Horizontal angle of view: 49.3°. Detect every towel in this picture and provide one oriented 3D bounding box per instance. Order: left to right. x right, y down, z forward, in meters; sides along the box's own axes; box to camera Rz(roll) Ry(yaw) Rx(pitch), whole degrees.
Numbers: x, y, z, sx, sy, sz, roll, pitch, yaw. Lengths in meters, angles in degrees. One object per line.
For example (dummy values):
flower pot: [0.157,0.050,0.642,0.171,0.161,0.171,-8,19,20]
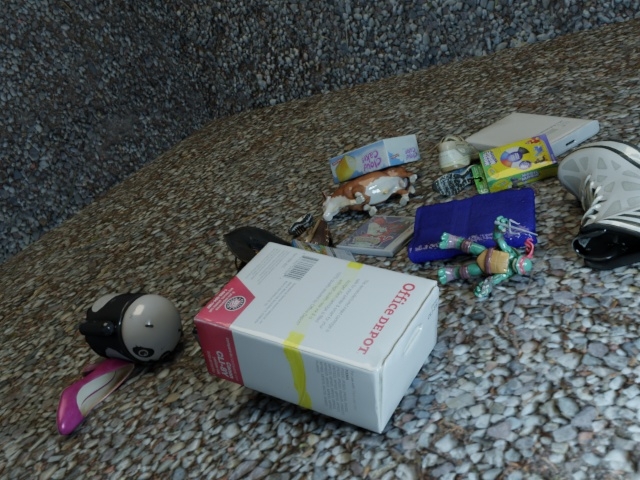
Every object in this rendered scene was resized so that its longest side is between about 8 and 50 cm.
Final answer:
towel: [0.378,-0.029,1.722,0.308,0.076,0.227,-10,32,23]

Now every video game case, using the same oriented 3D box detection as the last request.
video game case: [0.012,0.039,1.824,0.166,0.015,0.119,12,18,-14]
video game case: [0.171,-0.016,1.920,0.201,0.023,0.183,4,33,46]

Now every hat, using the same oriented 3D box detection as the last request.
hat: [-0.120,0.093,1.756,0.134,0.331,0.331,-64,18,13]

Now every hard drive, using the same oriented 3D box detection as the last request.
hard drive: [0.650,-0.327,2.182,0.233,0.047,0.353,-29,24,-17]

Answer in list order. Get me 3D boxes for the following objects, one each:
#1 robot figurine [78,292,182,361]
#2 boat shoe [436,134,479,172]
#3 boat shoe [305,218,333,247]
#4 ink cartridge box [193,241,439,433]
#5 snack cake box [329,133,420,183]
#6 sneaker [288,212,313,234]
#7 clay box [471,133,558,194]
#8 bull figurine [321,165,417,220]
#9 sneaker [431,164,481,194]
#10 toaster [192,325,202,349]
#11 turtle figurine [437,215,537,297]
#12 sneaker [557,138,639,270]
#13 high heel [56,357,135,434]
robot figurine: [-0.476,0.220,1.755,0.278,0.173,0.209,-3,31,37]
boat shoe: [0.419,-0.279,2.148,0.109,0.098,0.302,-15,7,24]
boat shoe: [0.000,0.000,1.983,0.073,0.073,0.207,21,25,1]
ink cartridge box: [0.001,0.172,1.345,0.385,0.160,0.279,13,37,27]
snack cake box: [0.175,-0.263,2.271,0.152,0.089,0.264,-14,0,-40]
sneaker: [-0.067,-0.045,2.183,0.044,0.040,0.109,-21,12,47]
clay box: [0.539,-0.212,1.957,0.222,0.053,0.127,-15,46,11]
bull figurine: [0.149,-0.143,2.128,0.310,0.101,0.188,-26,25,-10]
sneaker: [0.397,-0.176,2.060,0.162,0.063,0.073,-19,10,-19]
toaster: [-0.169,0.203,1.602,0.186,0.110,0.168,1,31,41]
turtle figurine: [0.366,0.045,1.507,0.234,0.118,0.175,2,72,46]
sneaker: [0.606,-0.083,1.508,0.258,0.169,0.447,-24,25,-12]
high heel: [-0.520,0.359,1.619,0.117,0.082,0.244,-7,20,8]
